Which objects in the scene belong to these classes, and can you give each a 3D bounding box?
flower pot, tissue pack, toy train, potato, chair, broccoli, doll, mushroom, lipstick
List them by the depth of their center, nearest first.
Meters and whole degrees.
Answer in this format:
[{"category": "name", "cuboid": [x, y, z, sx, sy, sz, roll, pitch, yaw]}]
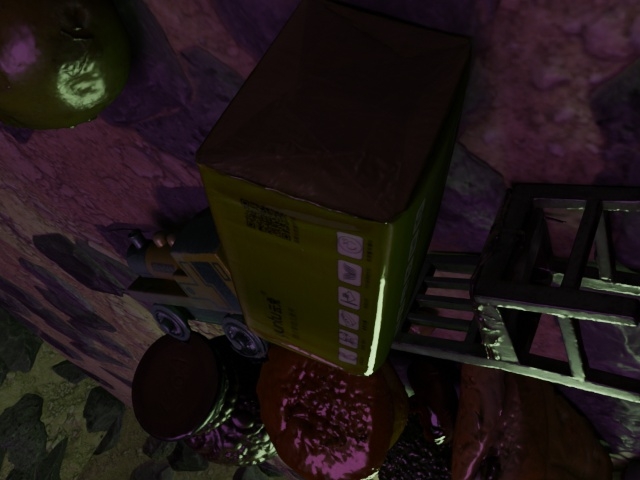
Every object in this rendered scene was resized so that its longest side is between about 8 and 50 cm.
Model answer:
[{"category": "tissue pack", "cuboid": [0.019, -0.032, 0.546, 0.167, 0.200, 0.274, 20, 150, 13]}, {"category": "chair", "cuboid": [0.179, 0.037, 0.581, 0.270, 0.136, 0.147, 8, 144, 37]}, {"category": "potato", "cuboid": [-0.310, -0.198, 0.634, 0.186, 0.148, 0.253, 46, 148, -24]}, {"category": "doll", "cuboid": [0.121, 0.100, 0.853, 0.093, 0.051, 0.061, 56, 156, 13]}, {"category": "toy train", "cuboid": [-0.185, 0.057, 0.948, 0.369, 0.150, 0.237, 0, 132, 42]}, {"category": "lipstick", "cuboid": [0.487, 0.396, 0.969, 0.063, 0.057, 0.186, 24, 154, 1]}, {"category": "mushroom", "cuboid": [0.176, 0.262, 0.977, 0.080, 0.135, 0.170, -8, 166, -10]}, {"category": "broccoli", "cuboid": [0.229, 0.435, 1.099, 0.288, 0.235, 0.260, 64, 153, 13]}, {"category": "flower pot", "cuboid": [-0.199, 0.289, 1.147, 0.267, 0.266, 0.267, 12, 165, 30]}]

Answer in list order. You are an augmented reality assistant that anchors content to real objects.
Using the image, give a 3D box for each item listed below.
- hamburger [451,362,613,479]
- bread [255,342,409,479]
[{"category": "hamburger", "cuboid": [0.292, 0.334, 0.888, 0.162, 0.209, 0.330, -7, 134, 47]}, {"category": "bread", "cuboid": [0.015, 0.247, 0.949, 0.268, 0.268, 0.146, 11, -174, 31]}]
